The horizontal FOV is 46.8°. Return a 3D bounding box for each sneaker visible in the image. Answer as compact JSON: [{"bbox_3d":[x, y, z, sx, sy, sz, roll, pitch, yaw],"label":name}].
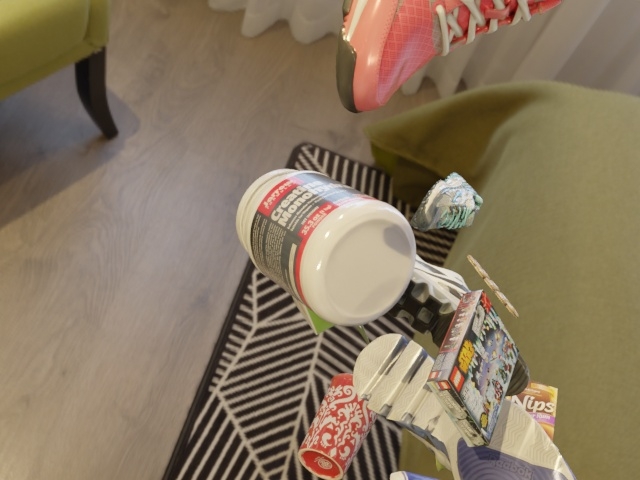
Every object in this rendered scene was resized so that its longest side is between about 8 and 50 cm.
[{"bbox_3d":[0.133,-0.218,0.589,0.136,0.116,0.314,34,80,20],"label":"sneaker"},{"bbox_3d":[0.198,0.243,0.932,0.127,0.182,0.315,-53,48,1],"label":"sneaker"},{"bbox_3d":[0.316,-0.080,1.774,0.122,0.110,0.283,37,35,12],"label":"sneaker"},{"bbox_3d":[0.254,0.133,1.335,0.330,0.122,0.146,42,39,12],"label":"sneaker"}]

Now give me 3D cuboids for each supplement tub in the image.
[{"bbox_3d":[0.000,0.000,1.148,0.191,0.191,0.272,-18,27,-26],"label":"supplement tub"}]

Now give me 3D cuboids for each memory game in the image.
[{"bbox_3d":[0.405,0.107,1.738,0.012,0.186,0.186,-40,71,10],"label":"memory game"}]

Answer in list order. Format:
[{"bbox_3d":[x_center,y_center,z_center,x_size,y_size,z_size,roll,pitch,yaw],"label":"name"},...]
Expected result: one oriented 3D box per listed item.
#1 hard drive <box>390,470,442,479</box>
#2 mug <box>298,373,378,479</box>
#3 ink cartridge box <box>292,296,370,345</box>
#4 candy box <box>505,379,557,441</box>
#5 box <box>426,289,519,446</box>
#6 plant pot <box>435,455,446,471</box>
[{"bbox_3d":[0.249,0.619,1.585,0.319,0.040,0.210,34,41,-52],"label":"hard drive"},{"bbox_3d":[0.037,0.359,1.378,0.113,0.150,0.169,17,46,18],"label":"mug"},{"bbox_3d":[0.005,0.136,1.688,0.097,0.189,0.255,-27,39,-8],"label":"ink cartridge box"},{"bbox_3d":[0.435,0.378,1.564,0.109,0.053,0.186,16,40,9],"label":"candy box"},{"bbox_3d":[0.162,0.130,0.769,0.094,0.027,0.137,55,42,-20],"label":"box"},{"bbox_3d":[0.280,0.433,1.526,0.079,0.083,0.083,-5,55,13],"label":"plant pot"}]
